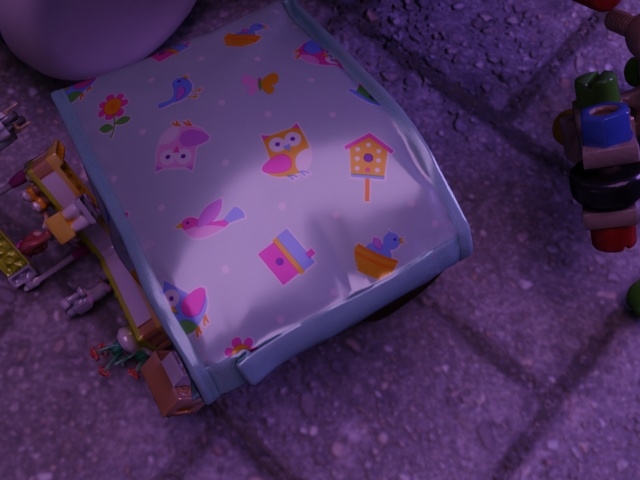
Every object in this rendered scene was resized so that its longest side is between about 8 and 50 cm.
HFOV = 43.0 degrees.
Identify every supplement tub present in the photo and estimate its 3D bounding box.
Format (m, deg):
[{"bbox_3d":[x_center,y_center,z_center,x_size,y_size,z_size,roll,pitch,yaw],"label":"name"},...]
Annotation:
[{"bbox_3d":[-0.278,-0.326,0.757,0.228,0.228,0.316,-41,73,-20],"label":"supplement tub"}]

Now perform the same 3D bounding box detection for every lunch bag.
[{"bbox_3d":[-0.043,-0.029,0.603,0.223,0.160,0.262,-27,57,-12],"label":"lunch bag"}]

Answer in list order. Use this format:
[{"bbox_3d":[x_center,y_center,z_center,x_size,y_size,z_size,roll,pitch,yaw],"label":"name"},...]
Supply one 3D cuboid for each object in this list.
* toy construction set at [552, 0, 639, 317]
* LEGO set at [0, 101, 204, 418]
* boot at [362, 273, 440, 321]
[{"bbox_3d":[0.273,-0.136,0.696,0.257,0.309,0.237,-41,27,10],"label":"toy construction set"},{"bbox_3d":[-0.205,0.034,0.663,0.107,0.132,0.287,-34,94,0],"label":"LEGO set"},{"bbox_3d":[0.000,0.000,0.709,0.197,0.073,0.152,-17,63,-14],"label":"boot"}]
